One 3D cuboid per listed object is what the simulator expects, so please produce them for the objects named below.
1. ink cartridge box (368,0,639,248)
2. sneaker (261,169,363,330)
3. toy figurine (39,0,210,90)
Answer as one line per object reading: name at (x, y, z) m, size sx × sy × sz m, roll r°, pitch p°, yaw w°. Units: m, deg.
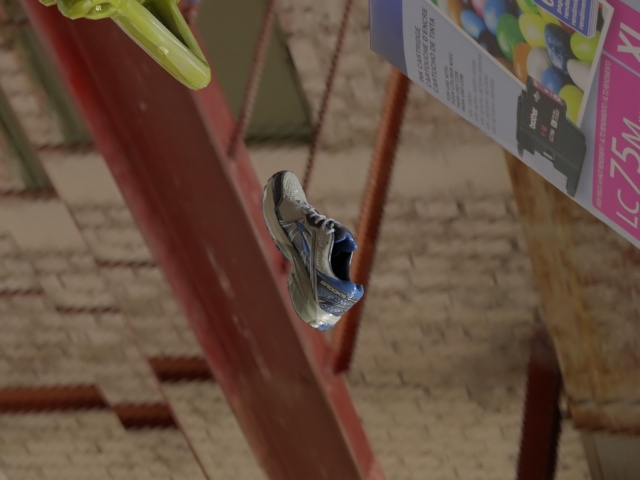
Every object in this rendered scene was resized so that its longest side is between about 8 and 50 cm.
ink cartridge box at (0.113, -0.142, 1.142) m, size 0.065 × 0.185 × 0.311 m, roll -30°, pitch -128°, yaw -23°
sneaker at (0.000, 0.000, 1.484) m, size 0.058 × 0.052 × 0.135 m, roll -33°, pitch -117°, yaw 26°
toy figurine at (-0.110, -0.220, 0.423) m, size 0.217 × 0.363 × 0.191 m, roll -51°, pitch -140°, yaw 15°
